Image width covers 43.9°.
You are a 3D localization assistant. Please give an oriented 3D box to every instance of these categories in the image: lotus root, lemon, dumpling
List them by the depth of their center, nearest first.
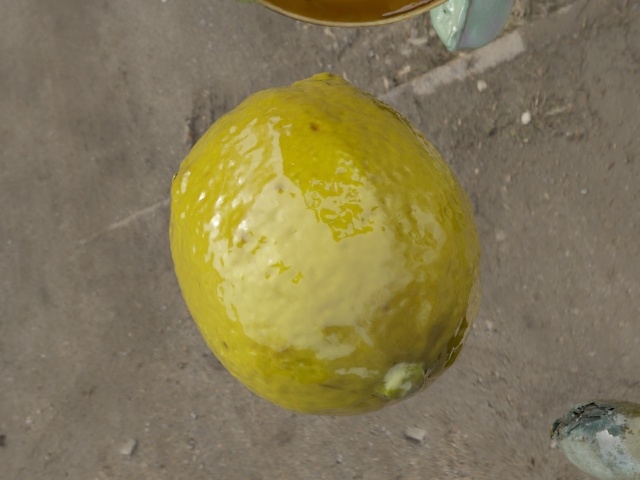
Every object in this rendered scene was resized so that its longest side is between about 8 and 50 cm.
[{"bbox_3d":[0.000,0.000,0.655,0.245,0.245,0.319,-33,53,4],"label":"lemon"},{"bbox_3d":[0.301,0.212,0.845,0.088,0.165,0.088,5,79,-25],"label":"lotus root"},{"bbox_3d":[0.177,-0.324,0.962,0.105,0.149,0.216,-7,47,28],"label":"dumpling"}]

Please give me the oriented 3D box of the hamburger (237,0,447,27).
[{"bbox_3d":[-0.001,-0.288,0.500,0.274,0.274,0.212,-29,45,5],"label":"hamburger"}]
